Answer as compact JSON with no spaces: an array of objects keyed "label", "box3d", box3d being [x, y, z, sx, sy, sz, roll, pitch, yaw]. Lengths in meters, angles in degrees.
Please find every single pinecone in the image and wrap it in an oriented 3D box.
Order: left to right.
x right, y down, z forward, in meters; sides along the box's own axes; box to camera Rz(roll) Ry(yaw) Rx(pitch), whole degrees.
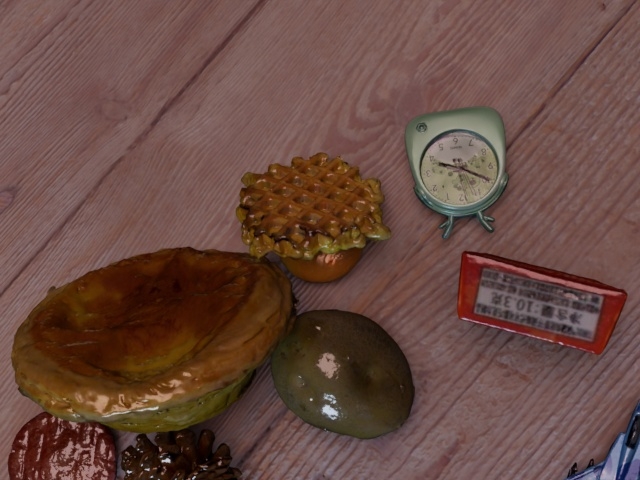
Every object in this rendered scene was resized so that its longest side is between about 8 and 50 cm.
[{"label":"pinecone","box3d":[-0.213,0.362,1.724,0.195,0.150,0.179,16,119,20]}]

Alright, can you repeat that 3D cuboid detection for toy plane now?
[{"label":"toy plane","box3d":[0.443,0.340,1.684,0.169,0.078,0.246,18,73,11]}]

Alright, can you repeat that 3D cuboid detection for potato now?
[{"label":"potato","box3d":[0.035,0.204,1.734,0.235,0.160,0.178,42,110,1]}]

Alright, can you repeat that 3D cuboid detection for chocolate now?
[{"label":"chocolate","box3d":[0.320,0.090,1.682,0.238,0.235,0.108,16,90,11]}]

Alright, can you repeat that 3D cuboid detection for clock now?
[{"label":"clock","box3d":[0.221,-0.106,1.822,0.159,0.066,0.210,-6,77,7]}]

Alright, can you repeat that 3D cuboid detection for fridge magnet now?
[{"label":"fridge magnet","box3d":[0.000,0.000,1.830,0.143,0.063,0.143,-2,76,9]}]

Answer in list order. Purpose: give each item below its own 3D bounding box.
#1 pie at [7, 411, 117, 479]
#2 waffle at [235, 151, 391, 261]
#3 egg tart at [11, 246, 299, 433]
[{"label":"pie","box3d":[-0.409,0.351,1.811,0.183,0.049,0.182,-2,76,9]},{"label":"waffle","box3d":[-0.013,-0.053,1.777,0.243,0.058,0.237,-10,38,-13]},{"label":"egg tart","box3d":[-0.240,0.159,1.707,0.443,0.443,0.178,-10,116,5]}]
